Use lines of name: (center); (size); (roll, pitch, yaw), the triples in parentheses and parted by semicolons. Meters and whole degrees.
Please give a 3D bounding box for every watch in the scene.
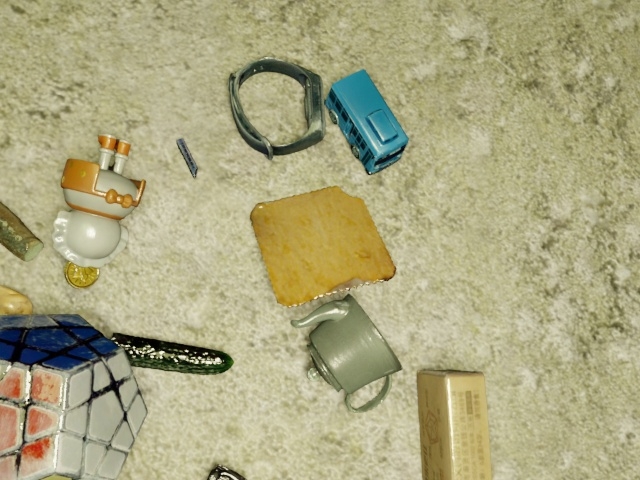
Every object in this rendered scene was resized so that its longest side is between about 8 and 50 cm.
watch: (-0.088, -0.263, 1.044); (0.192, 0.068, 0.207); (-1, 75, -5)

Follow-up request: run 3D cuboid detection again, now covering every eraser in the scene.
eraser: (0.236, 0.402, 0.908); (0.078, 0.144, 0.344); (1, 79, -10)

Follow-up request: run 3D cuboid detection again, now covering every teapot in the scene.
teapot: (0.044, 0.209, 0.926); (0.148, 0.162, 0.239); (-35, 112, -5)

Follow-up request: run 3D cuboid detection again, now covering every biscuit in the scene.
biscuit: (0.000, 0.000, 0.986); (0.231, 0.013, 0.237); (-15, 60, -12)

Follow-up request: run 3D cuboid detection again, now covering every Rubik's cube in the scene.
Rubik's cube: (-0.426, 0.263, 0.776); (0.318, 0.319, 0.264); (16, 102, -5)

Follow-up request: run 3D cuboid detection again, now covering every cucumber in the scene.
cucumber: (-0.259, 0.204, 0.921); (0.214, 0.058, 0.052); (10, 42, -9)

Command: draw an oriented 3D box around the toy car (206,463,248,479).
toy car: (-0.186, 0.462, 0.873); (0.071, 0.062, 0.165); (29, 75, -1)

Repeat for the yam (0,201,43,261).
yam: (-0.611, -0.068, 0.928); (0.274, 0.061, 0.061); (41, 75, 1)

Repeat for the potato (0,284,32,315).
potato: (-0.543, 0.114, 0.902); (0.083, 0.062, 0.068); (34, 58, 22)

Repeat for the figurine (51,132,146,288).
figurine: (-0.390, -0.052, 0.921); (0.143, 0.143, 0.272); (3, 76, -8)

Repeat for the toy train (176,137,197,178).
toy train: (-0.258, -0.160, 1.021); (0.017, 0.017, 0.083); (-25, 83, -20)

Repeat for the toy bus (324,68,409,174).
toy bus: (0.093, -0.235, 1.043); (0.090, 0.106, 0.185); (-30, 84, -16)
